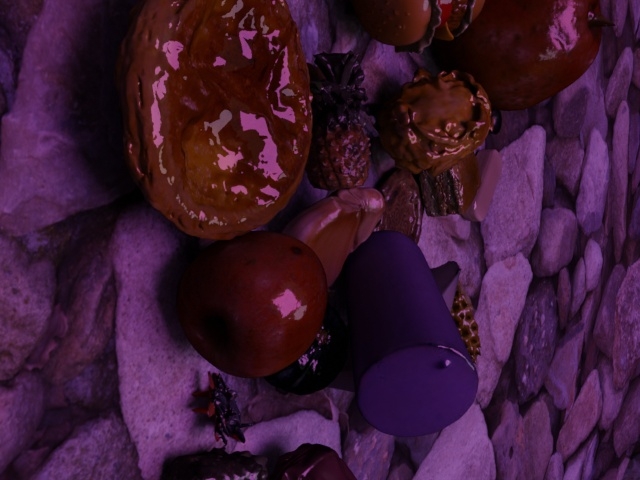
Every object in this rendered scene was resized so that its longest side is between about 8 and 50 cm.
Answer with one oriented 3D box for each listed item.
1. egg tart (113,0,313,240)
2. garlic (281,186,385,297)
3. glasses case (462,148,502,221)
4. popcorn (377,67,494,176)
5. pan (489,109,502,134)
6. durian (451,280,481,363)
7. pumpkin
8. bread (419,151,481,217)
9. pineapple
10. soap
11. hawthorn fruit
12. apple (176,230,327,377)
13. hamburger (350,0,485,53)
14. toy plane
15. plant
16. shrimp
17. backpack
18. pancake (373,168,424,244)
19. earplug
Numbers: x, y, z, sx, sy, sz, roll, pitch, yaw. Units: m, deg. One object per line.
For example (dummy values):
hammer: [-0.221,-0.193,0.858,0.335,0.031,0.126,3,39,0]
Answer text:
egg tart: [-0.175,-0.220,1.444,0.443,0.178,0.443,-7,99,-56]
garlic: [0.000,0.000,1.759,0.217,0.110,0.228,-15,133,-49]
glasses case: [0.405,-0.140,2.366,0.083,0.050,0.196,51,54,-47]
popcorn: [0.238,-0.253,1.976,0.250,0.250,0.190,-53,150,-37]
pan: [0.431,-0.306,2.404,0.115,0.023,0.068,-3,97,-57]
durian: [0.277,0.189,2.153,0.166,0.172,0.306,-66,138,-64]
pumpkin: [-0.039,0.182,1.704,0.194,0.150,0.194,-10,102,-52]
bread: [0.305,-0.148,2.167,0.196,0.102,0.138,-43,127,-53]
pineapple: [0.030,-0.219,1.706,0.128,0.128,0.248,-21,115,-51]
soap: [0.146,0.174,1.941,0.257,0.159,0.302,9,91,-52]
hawthorn fruit: [0.468,-0.489,2.132,0.403,0.402,0.403,-9,102,-53]
apple: [-0.101,0.093,1.516,0.253,0.253,0.254,-9,102,-53]
hamburger: [0.168,-0.498,1.812,0.212,0.274,0.274,-23,116,-22]
toy plane: [-0.158,0.307,1.630,0.189,0.061,0.130,54,22,-46]
plant: [-0.163,0.419,1.577,0.194,0.132,0.129,13,86,-50]
shrimp: [0.014,-0.231,1.810,0.317,0.062,0.164,22,83,-50]
backpack: [-0.021,0.531,1.736,0.283,0.197,0.317,-45,125,-40]
pancake: [0.172,-0.044,2.074,0.212,0.029,0.235,-1,97,-55]
earplug: [0.143,0.142,1.788,0.456,0.215,0.215,-101,170,-57]
